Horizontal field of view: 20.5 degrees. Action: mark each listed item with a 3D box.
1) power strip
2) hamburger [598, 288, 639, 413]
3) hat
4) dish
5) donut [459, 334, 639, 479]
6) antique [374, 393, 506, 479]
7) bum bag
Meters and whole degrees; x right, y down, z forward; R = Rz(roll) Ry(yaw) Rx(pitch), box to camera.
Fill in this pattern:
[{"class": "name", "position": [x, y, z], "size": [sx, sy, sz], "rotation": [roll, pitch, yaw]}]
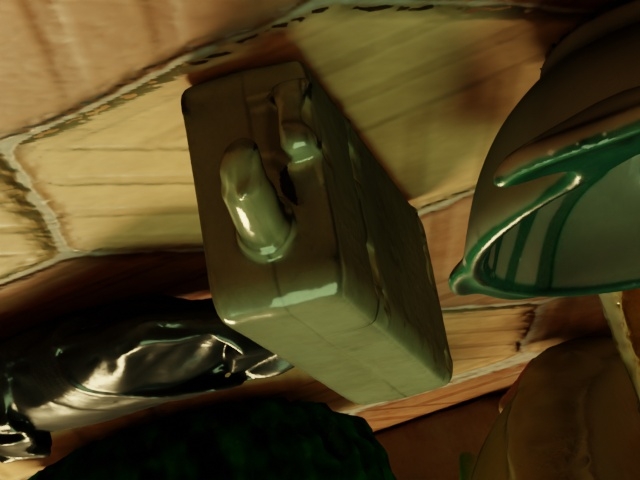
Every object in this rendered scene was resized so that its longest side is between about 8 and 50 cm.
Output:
[{"class": "power strip", "position": [0.000, 0.000, 0.700], "size": [0.053, 0.093, 0.288], "rotation": [-13, 164, 11]}, {"class": "hamburger", "position": [0.246, 0.091, 0.984], "size": [0.155, 0.207, 0.135], "rotation": [-13, 167, 18]}, {"class": "hat", "position": [-0.063, 0.289, 1.199], "size": [0.274, 0.332, 0.242], "rotation": [-19, 161, 30]}, {"class": "dish", "position": [0.137, -0.047, 0.668], "size": [0.224, 0.078, 0.246], "rotation": [-20, 163, 22]}, {"class": "donut", "position": [0.237, 0.204, 1.178], "size": [0.371, 0.307, 0.150], "rotation": [7, 136, -46]}, {"class": "antique", "position": [0.059, 0.205, 1.443], "size": [0.310, 0.087, 0.093], "rotation": [-24, 162, 32]}, {"class": "bum bag", "position": [-0.122, 0.071, 0.908], "size": [0.248, 0.060, 0.123], "rotation": [-25, 160, 39]}]
